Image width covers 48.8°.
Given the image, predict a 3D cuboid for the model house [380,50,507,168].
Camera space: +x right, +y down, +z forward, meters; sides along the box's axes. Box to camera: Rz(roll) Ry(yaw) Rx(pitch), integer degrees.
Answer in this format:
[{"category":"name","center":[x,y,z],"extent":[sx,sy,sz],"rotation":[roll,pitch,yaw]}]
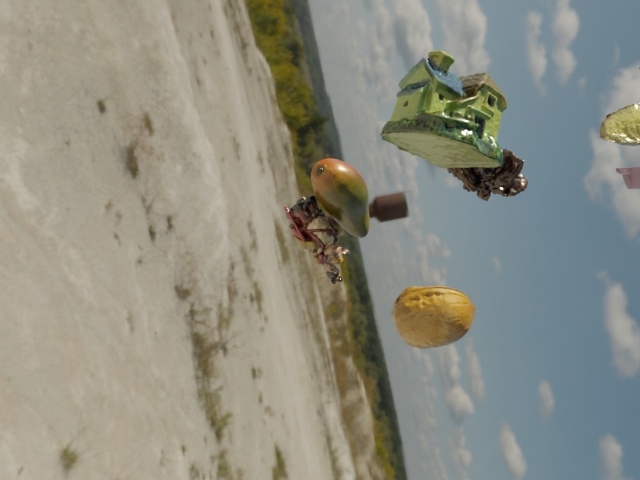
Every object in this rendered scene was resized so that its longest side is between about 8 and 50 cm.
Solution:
[{"category":"model house","center":[0.253,-0.259,1.371],"extent":[0.195,0.214,0.189],"rotation":[2,-105,57]}]

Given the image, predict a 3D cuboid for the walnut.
[{"category":"walnut","center":[0.242,0.163,1.507],"extent":[0.144,0.180,0.144],"rotation":[-7,90,-81]}]

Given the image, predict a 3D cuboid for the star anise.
[{"category":"star anise","center":[0.392,-0.169,1.722],"extent":[0.190,0.220,0.126],"rotation":[39,72,-50]}]

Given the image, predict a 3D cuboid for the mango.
[{"category":"mango","center":[0.060,-0.119,1.905],"extent":[0.129,0.146,0.289],"rotation":[-54,154,-17]}]

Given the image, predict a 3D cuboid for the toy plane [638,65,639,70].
[{"category":"toy plane","center":[0.670,-0.219,1.366],"extent":[0.242,0.104,0.256],"rotation":[44,44,-33]}]

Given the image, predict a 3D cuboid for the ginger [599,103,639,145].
[{"category":"ginger","center":[0.787,-0.278,1.798],"extent":[0.123,0.193,0.115],"rotation":[97,-19,-73]}]

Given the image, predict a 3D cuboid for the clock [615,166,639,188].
[{"category":"clock","center":[0.737,-0.144,1.603],"extent":[0.152,0.110,0.050],"rotation":[-10,98,-59]}]

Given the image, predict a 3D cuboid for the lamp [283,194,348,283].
[{"category":"lamp","center":[0.000,0.000,1.941],"extent":[0.253,0.118,0.118],"rotation":[61,2,4]}]
